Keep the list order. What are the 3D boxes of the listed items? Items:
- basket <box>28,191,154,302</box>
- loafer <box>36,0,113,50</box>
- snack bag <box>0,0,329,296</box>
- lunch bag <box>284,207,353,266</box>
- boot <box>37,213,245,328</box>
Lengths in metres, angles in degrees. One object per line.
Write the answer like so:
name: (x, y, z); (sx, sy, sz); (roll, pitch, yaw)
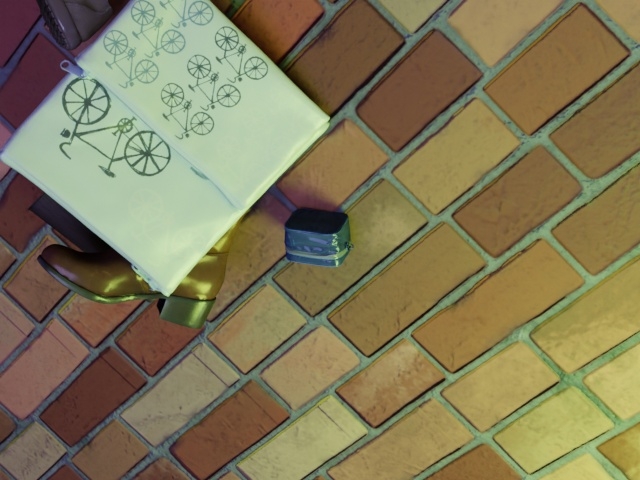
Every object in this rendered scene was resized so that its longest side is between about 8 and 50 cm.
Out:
basket: (-0.293, -0.029, 1.811); (0.227, 0.154, 0.204); (45, 139, -11)
loafer: (-0.366, -0.393, 1.656); (0.268, 0.092, 0.102); (67, 159, -5)
snack bag: (-0.204, -0.137, 1.597); (0.342, 0.037, 0.323); (-46, 116, 2)
lunch bag: (0.000, 0.000, 1.733); (0.098, 0.067, 0.065); (9, 123, 20)
boot: (-0.228, -0.039, 1.688); (0.264, 0.096, 0.280); (20, 99, -14)
